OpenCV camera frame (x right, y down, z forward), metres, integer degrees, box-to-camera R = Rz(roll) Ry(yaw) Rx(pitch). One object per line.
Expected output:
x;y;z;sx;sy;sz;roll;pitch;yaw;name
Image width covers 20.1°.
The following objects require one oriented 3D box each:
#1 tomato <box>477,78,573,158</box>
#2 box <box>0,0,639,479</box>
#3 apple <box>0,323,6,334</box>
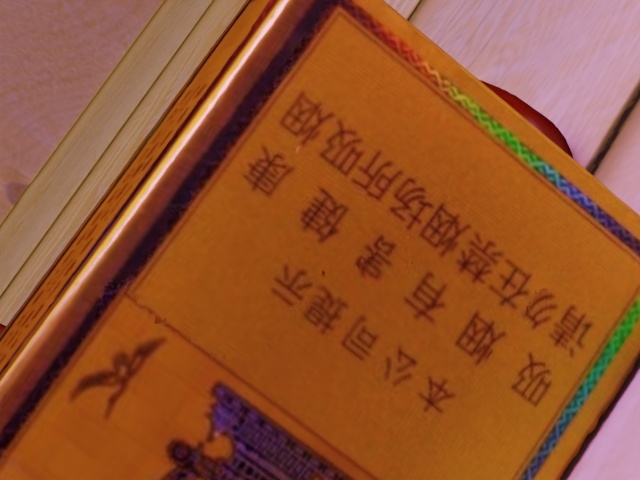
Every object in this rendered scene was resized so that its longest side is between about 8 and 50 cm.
0.000;0.000;0.887;0.233;0.139;0.200;-47;21;19;tomato
-0.024;0.073;0.671;0.301;0.193;0.084;-54;13;-11;box
-0.273;0.167;1.184;0.260;0.216;0.260;-44;17;18;apple
